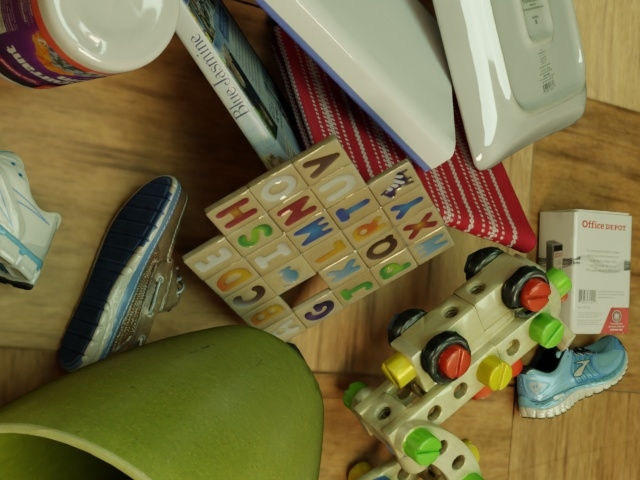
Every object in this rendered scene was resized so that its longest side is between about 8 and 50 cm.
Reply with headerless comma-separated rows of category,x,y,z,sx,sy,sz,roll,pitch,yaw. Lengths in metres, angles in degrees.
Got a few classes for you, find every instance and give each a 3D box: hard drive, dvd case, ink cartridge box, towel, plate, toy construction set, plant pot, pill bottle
hard drive,0.007,-0.230,1.133,0.318,0.040,0.210,42,32,-30
dvd case,-0.083,-0.163,1.061,0.022,0.180,0.253,-30,113,9
ink cartridge box,0.293,0.035,1.406,0.099,0.056,0.135,4,88,-38
towel,0.080,-0.091,1.194,0.274,0.031,0.199,16,42,-37
plate,0.201,-0.233,1.290,0.277,0.045,0.278,-27,105,-55
toy construction set,0.153,0.131,1.228,0.328,0.151,0.215,-47,130,-28
plant pot,-0.112,0.186,0.958,0.293,0.274,0.275,-44,118,-57
pill bottle,-0.197,-0.170,0.943,0.108,0.193,0.108,0,90,-37

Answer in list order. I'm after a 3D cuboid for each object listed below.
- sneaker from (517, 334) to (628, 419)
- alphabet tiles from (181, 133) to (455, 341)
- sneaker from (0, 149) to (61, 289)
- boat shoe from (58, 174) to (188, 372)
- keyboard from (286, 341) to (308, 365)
sneaker,0.278,0.136,1.391,0.162,0.063,0.073,-24,101,-35
alphabet tiles,0.000,0.000,1.071,0.198,0.009,0.237,-30,148,5
sneaker,-0.274,-0.048,0.971,0.191,0.071,0.083,49,56,-36
boat shoe,-0.154,0.035,1.064,0.066,0.066,0.183,33,81,-38
keyboard,-0.066,0.181,1.143,0.192,0.038,0.100,-36,111,-31
